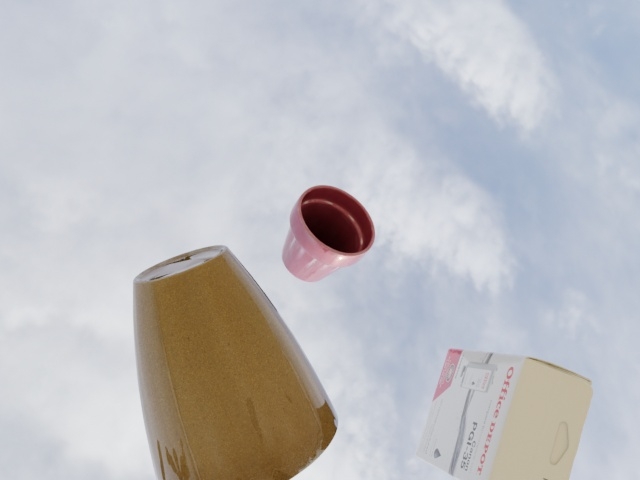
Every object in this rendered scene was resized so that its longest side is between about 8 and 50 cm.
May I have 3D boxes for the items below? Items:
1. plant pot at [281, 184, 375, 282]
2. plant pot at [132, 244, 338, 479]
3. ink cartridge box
[{"bbox_3d":[0.000,0.000,1.606,0.201,0.180,0.201,18,-132,-21],"label":"plant pot"},{"bbox_3d":[-0.127,0.144,0.825,0.237,0.237,0.255,-24,-75,-27],"label":"plant pot"},{"bbox_3d":[0.276,0.285,1.068,0.117,0.283,0.207,22,-101,-8],"label":"ink cartridge box"}]
